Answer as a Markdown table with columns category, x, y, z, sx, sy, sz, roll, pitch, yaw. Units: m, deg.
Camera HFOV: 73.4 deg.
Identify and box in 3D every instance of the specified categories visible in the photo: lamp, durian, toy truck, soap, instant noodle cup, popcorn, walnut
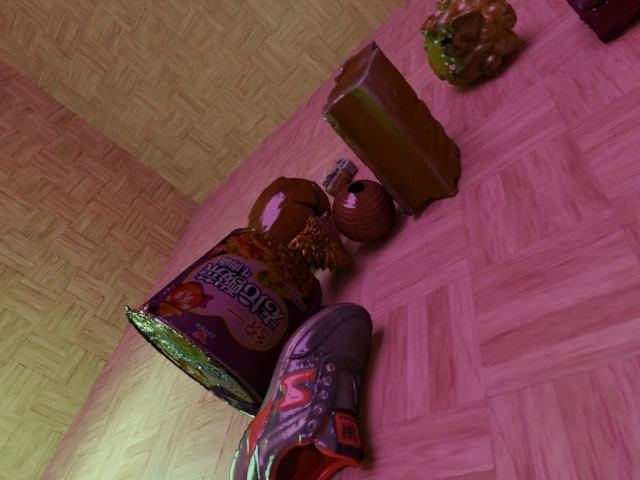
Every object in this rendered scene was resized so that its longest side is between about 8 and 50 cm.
| category | x | y | z | sx | sy | sz | roll | pitch | yaw |
| --- | --- | --- | --- | --- | --- | --- | --- | --- | --- |
| lamp | 0.090 | -0.062 | 0.900 | 0.136 | 0.136 | 0.136 | -41 | 24 | 23 |
| durian | 0.001 | 0.000 | 0.919 | 0.182 | 0.165 | 0.132 | 21 | 99 | 66 |
| toy truck | 0.057 | -0.181 | 1.254 | 0.123 | 0.052 | 0.063 | -57 | 27 | -11 |
| soap | 0.146 | -0.230 | 0.862 | 0.143 | 0.281 | 0.259 | -32 | 29 | 34 |
| soap | 0.523 | -0.474 | 0.746 | 0.289 | 0.112 | 0.182 | -59 | 21 | -16 |
| instant noodle cup | -0.165 | 0.147 | 0.858 | 0.340 | 0.340 | 0.266 | -16 | 32 | 55 |
| popcorn | 0.331 | -0.463 | 0.981 | 0.218 | 0.189 | 0.169 | -18 | 36 | 51 |
| walnut | -0.094 | -0.006 | 1.094 | 0.336 | 0.209 | 0.209 | -62 | 23 | -1 |

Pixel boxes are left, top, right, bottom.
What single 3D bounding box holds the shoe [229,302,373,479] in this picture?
| category | x | y | z | sx | sy | sz | roll | pitch | yaw |
| --- | --- | --- | --- | --- | --- | --- | --- | --- | --- |
| shoe | 0.005 | 0.246 | 0.617 | 0.171 | 0.132 | 0.336 | 4 | 60 | 58 |
